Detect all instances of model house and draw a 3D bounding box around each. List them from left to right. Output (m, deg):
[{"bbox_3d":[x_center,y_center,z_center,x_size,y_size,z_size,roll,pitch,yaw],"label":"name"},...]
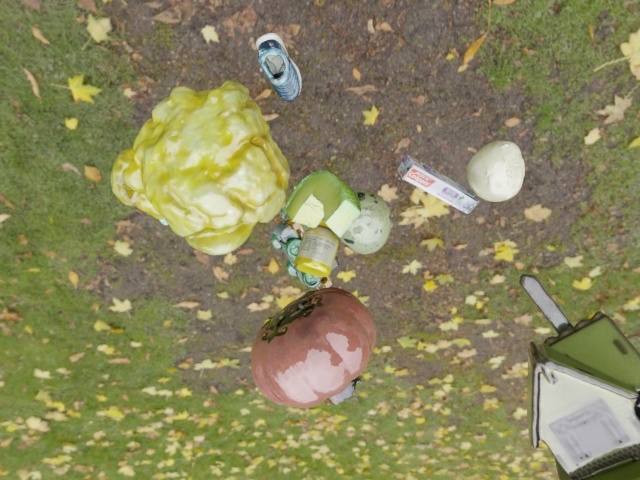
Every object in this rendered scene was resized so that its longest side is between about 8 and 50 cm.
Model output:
[{"bbox_3d":[0.364,0.181,0.635,0.205,0.278,0.218,-34,167,18],"label":"model house"}]

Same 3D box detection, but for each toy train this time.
[{"bbox_3d":[-0.046,0.024,1.875,0.178,0.249,0.429,23,146,56],"label":"toy train"}]

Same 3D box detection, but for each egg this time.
[{"bbox_3d":[0.130,-0.049,1.340,0.177,0.177,0.228,-3,138,13],"label":"egg"}]

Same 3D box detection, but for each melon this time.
[{"bbox_3d":[0.007,-0.071,0.854,0.064,0.209,0.117,22,95,-31],"label":"melon"}]

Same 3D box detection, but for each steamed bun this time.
[{"bbox_3d":[0.366,-0.147,0.938,0.091,0.112,0.129,-6,102,-23],"label":"steamed bun"}]

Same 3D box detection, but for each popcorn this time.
[{"bbox_3d":[-0.233,-0.151,0.866,0.334,0.292,0.293,27,134,40],"label":"popcorn"}]

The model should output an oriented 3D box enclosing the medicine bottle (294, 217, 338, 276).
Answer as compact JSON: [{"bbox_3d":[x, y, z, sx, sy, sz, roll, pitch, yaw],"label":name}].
[{"bbox_3d":[0.000,0.000,1.408,0.122,0.212,0.122,15,163,5],"label":"medicine bottle"}]

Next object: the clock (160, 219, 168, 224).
[{"bbox_3d":[-0.534,-0.130,1.604,0.147,0.045,0.108,-27,122,-5],"label":"clock"}]

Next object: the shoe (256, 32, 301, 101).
[{"bbox_3d":[-0.081,-0.338,0.879,0.064,0.071,0.143,-14,138,14],"label":"shoe"}]

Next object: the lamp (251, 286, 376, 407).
[{"bbox_3d":[-0.007,0.253,1.001,0.305,0.305,0.239,-27,104,34],"label":"lamp"}]

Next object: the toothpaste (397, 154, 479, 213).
[{"bbox_3d":[0.251,-0.117,0.929,0.196,0.047,0.040,22,121,-26],"label":"toothpaste"}]
